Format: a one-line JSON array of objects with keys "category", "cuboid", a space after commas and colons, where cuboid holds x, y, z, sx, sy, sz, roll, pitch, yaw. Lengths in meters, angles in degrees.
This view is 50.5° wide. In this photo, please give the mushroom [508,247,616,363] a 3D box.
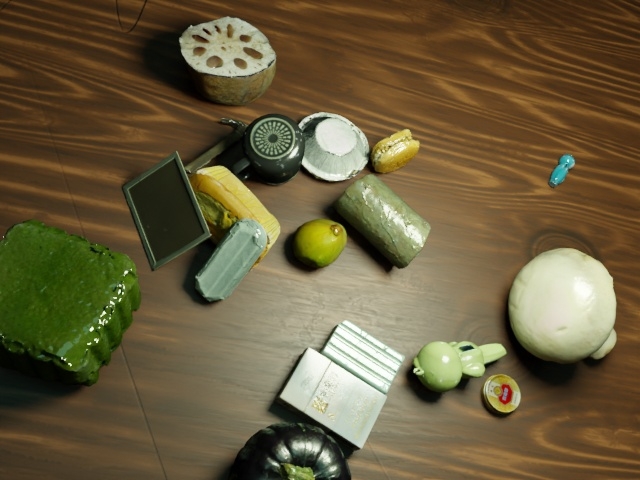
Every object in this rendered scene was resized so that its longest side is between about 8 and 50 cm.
[{"category": "mushroom", "cuboid": [0.658, 0.205, 1.867, 0.315, 0.356, 0.315, -7, 30, 4]}]

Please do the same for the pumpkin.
[{"category": "pumpkin", "cuboid": [-0.056, 0.550, 1.516, 0.295, 0.296, 0.296, 6, 67, -14]}]

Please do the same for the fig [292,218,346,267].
[{"category": "fig", "cuboid": [-0.002, 0.005, 1.842, 0.153, 0.121, 0.136, -31, 73, 1]}]

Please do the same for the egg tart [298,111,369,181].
[{"category": "egg tart", "cuboid": [0.034, -0.283, 1.981, 0.234, 0.094, 0.234, 5, 65, -11]}]

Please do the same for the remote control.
[{"category": "remote control", "cuboid": [-0.229, 0.053, 1.714, 0.104, 0.052, 0.247, 37, 106, 2]}]

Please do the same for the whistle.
[{"category": "whistle", "cuboid": [0.369, 0.338, 1.823, 0.294, 0.141, 0.141, 6, 66, -33]}]

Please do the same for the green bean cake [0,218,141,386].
[{"category": "green bean cake", "cuboid": [-0.612, 0.147, 1.567, 0.319, 0.218, 0.335, 22, 58, 2]}]

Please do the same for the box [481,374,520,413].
[{"category": "box", "cuboid": [0.492, 0.421, 1.855, 0.105, 0.037, 0.106, 6, 67, -13]}]

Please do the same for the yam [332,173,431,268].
[{"category": "yam", "cuboid": [0.176, -0.059, 1.893, 0.268, 0.161, 0.161, 41, 64, 4]}]

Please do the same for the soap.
[{"category": "soap", "cuboid": [0.107, 0.306, 1.775, 0.198, 0.066, 0.119, 33, 62, -1]}]

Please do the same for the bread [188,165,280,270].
[{"category": "bread", "cuboid": [-0.239, -0.063, 1.785, 0.288, 0.152, 0.119, 45, 36, 5]}]

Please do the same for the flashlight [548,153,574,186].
[{"category": "flashlight", "cuboid": [0.777, -0.226, 2.196, 0.051, 0.051, 0.129, 41, 69, 3]}]

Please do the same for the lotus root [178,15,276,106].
[{"category": "lotus root", "cuboid": [-0.263, -0.494, 1.933, 0.272, 0.192, 0.272, 3, 62, -6]}]

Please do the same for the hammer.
[{"category": "hammer", "cuboid": [-0.282, -0.252, 1.863, 0.125, 0.027, 0.297, 37, 44, 4]}]

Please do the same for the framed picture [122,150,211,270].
[{"category": "framed picture", "cuboid": [-0.398, -0.076, 1.751, 0.197, 0.014, 0.252, -29, 75, 19]}]

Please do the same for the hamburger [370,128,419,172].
[{"category": "hamburger", "cuboid": [0.217, -0.260, 1.998, 0.147, 0.138, 0.083, -25, 79, -14]}]

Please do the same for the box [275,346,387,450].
[{"category": "box", "cuboid": [0.027, 0.400, 1.714, 0.243, 0.067, 0.155, 32, 62, -2]}]

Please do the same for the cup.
[{"category": "cup", "cuboid": [-0.148, -0.233, 1.862, 0.223, 0.176, 0.169, -33, 79, -7]}]
